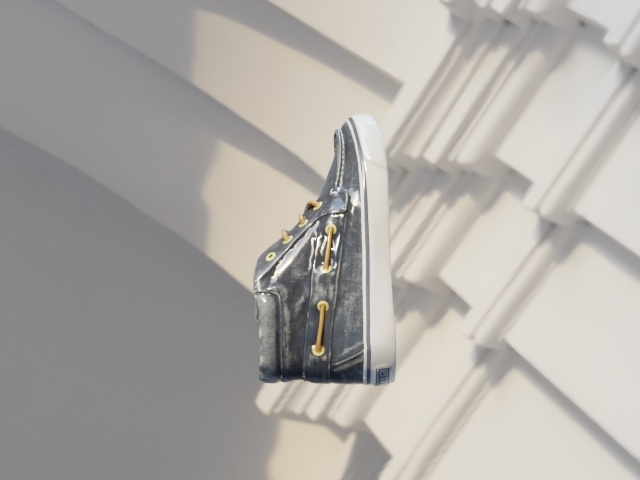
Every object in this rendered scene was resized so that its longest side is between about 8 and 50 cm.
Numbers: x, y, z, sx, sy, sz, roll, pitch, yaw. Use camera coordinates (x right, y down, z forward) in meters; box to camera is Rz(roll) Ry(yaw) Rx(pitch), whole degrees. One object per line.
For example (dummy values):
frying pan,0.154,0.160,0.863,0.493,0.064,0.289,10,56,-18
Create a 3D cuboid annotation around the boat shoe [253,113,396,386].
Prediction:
boat shoe,0.000,0.000,0.586,0.083,0.183,0.065,-1,-29,-1
